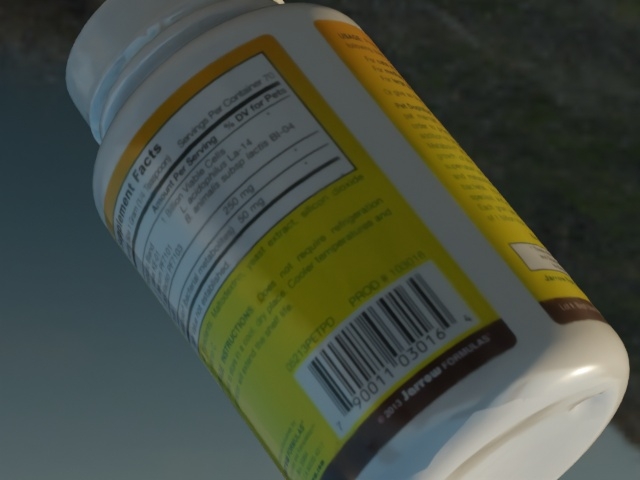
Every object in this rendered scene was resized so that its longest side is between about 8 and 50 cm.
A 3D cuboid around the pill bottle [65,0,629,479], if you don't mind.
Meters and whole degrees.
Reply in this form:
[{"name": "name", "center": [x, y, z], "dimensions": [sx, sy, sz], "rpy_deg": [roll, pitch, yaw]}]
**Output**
[{"name": "pill bottle", "center": [0.000, 0.000, 0.661], "dimensions": [0.117, 0.215, 0.117], "rpy_deg": [-30, 154, -16]}]
